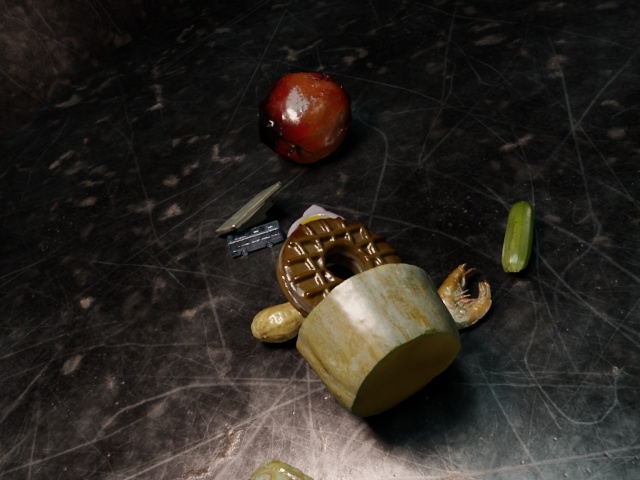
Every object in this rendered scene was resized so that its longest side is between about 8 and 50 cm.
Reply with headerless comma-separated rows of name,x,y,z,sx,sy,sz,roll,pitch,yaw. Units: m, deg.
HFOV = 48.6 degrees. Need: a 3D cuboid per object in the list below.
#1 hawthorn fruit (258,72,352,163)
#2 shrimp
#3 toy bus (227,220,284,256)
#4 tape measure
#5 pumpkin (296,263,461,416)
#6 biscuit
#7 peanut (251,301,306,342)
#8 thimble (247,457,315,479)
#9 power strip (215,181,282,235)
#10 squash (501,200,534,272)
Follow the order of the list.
hawthorn fruit,-0.059,-0.391,2.234,0.316,0.316,0.316,-12,43,12
shrimp,0.343,0.135,1.690,0.133,0.051,0.187,14,60,19
toy bus,-0.190,-0.005,2.049,0.166,0.065,0.047,-18,43,4
tape measure,-0.004,0.001,1.941,0.178,0.105,0.196,-35,44,-24
pumpkin,0.132,0.230,1.499,0.332,0.332,0.199,-25,54,-2
biscuit,0.052,0.080,1.727,0.332,0.103,0.332,12,48,-14
peanut,-0.062,0.192,1.765,0.230,0.098,0.103,-21,60,3
thimble,-0.093,0.523,1.404,0.191,0.137,0.143,8,49,45
power strip,-0.201,-0.076,2.108,0.213,0.064,0.198,-43,10,-18
squash,0.490,-0.008,1.751,0.069,0.069,0.238,0,46,24
